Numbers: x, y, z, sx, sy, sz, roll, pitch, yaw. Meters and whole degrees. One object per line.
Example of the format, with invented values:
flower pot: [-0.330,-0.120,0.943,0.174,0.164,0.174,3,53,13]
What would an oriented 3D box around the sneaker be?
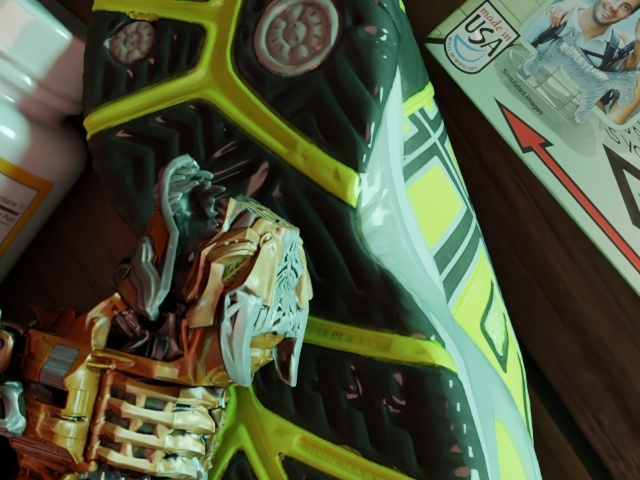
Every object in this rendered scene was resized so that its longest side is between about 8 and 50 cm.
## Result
sneaker: [0.000,0.000,0.783,0.145,0.147,0.384,-17,67,19]

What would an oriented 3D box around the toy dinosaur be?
toy dinosaur: [-0.137,0.104,0.675,0.218,0.164,0.322,37,81,21]

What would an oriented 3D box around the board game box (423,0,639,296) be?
board game box: [0.222,-0.034,0.748,0.213,0.046,0.317,-42,74,8]

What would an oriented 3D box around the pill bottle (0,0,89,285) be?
pill bottle: [-0.187,-0.021,0.829,0.117,0.117,0.215,39,97,11]
